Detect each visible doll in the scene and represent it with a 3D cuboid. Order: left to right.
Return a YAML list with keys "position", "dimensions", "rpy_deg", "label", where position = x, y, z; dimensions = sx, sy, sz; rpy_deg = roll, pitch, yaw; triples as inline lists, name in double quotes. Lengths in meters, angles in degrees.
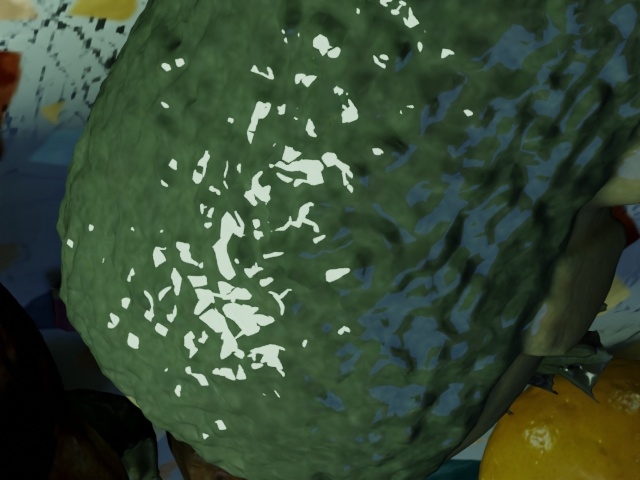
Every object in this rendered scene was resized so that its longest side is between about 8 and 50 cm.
- position: [0.042, -0.057, 0.606]
  dimensions: [0.247, 0.247, 0.349]
  rpy_deg: [0, 132, -32]
  label: "doll"

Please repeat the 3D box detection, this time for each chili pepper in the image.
- position: [-0.179, 0.159, 1.008]
  dimensions: [0.148, 0.116, 0.264]
  rpy_deg: [-25, 155, -13]
  label: "chili pepper"

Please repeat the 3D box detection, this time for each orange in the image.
- position: [0.227, 0.191, 1.213]
  dimensions: [0.219, 0.193, 0.219]
  rpy_deg: [-28, 163, -10]
  label: "orange"

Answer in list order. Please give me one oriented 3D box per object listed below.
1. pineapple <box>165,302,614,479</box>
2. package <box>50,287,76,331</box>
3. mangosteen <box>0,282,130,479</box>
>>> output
- position: [0.037, 0.077, 0.977]
  dimensions: [0.277, 0.119, 0.130]
  rpy_deg: [-14, 109, -11]
  label: "pineapple"
- position: [-0.111, 0.034, 0.883]
  dimensions: [0.083, 0.029, 0.059]
  rpy_deg: [-7, 156, -9]
  label: "package"
- position: [-0.240, 0.148, 0.708]
  dimensions: [0.297, 0.313, 0.297]
  rpy_deg: [-18, -178, 1]
  label: "mangosteen"
